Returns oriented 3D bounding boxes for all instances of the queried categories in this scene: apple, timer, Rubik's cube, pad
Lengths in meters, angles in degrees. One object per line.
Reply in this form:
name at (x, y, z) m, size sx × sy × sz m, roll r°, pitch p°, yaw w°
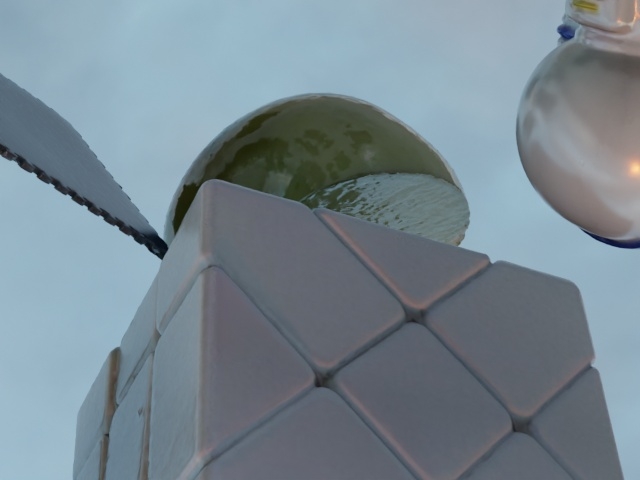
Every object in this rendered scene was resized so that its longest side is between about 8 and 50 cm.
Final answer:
apple at (-0.018, -0.006, 1.249) m, size 0.233 × 0.295 × 0.258 m, roll 37°, pitch -170°, yaw 22°
timer at (0.207, -0.182, 0.718) m, size 0.270 × 0.384 × 0.270 m, roll 10°, pitch -163°, yaw -3°
Rubik's cube at (0.004, 0.198, 0.919) m, size 0.321 × 0.316 × 0.319 m, roll 14°, pitch -135°, yaw -19°
pad at (-0.263, -0.102, 1.131) m, size 0.270 × 0.012 × 0.269 m, roll 47°, pitch -173°, yaw 40°
